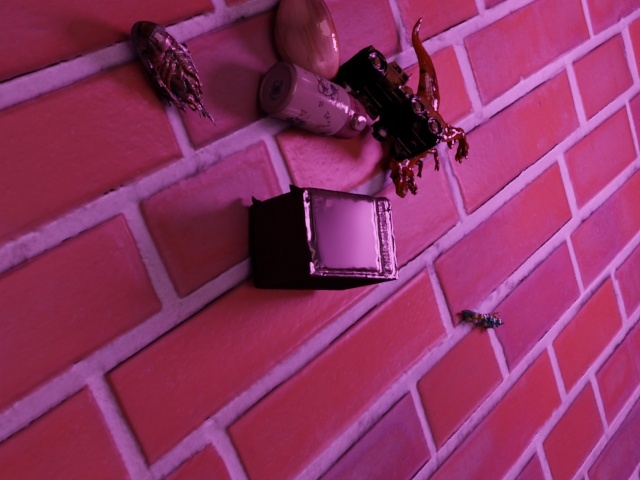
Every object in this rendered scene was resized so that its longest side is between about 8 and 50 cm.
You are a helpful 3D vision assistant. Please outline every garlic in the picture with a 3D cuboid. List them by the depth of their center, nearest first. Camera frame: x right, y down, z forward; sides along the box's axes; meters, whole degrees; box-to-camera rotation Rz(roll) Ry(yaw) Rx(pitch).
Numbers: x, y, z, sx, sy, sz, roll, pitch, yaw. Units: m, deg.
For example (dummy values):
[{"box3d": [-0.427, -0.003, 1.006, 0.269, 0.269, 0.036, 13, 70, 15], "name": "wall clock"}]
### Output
[{"box3d": [-0.027, -0.389, 1.662, 0.115, 0.128, 0.206, -27, 116, -18], "name": "garlic"}]

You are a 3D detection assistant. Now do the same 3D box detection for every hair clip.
[{"box3d": [0.414, 0.196, 2.105, 0.173, 0.049, 0.049, 13, 79, -45], "name": "hair clip"}]

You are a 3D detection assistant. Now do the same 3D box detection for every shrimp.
[{"box3d": [-0.245, -0.286, 1.451, 0.090, 0.079, 0.233, -57, 130, -25], "name": "shrimp"}]

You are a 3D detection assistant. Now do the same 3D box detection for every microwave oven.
[{"box3d": [0.001, 0.002, 1.608, 0.247, 0.188, 0.178, 5, 79, -41], "name": "microwave oven"}]

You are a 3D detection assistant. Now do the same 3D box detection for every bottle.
[{"box3d": [-0.005, -0.267, 1.665, 0.233, 0.110, 0.110, 17, 76, -43], "name": "bottle"}]

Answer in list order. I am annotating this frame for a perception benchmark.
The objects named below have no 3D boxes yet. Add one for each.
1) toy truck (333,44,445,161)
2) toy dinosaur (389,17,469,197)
[{"box3d": [0.154, -0.301, 1.786, 0.257, 0.127, 0.127, 44, 49, -16], "name": "toy truck"}, {"box3d": [0.256, -0.276, 1.942, 0.208, 0.097, 0.432, 21, 69, -30], "name": "toy dinosaur"}]
